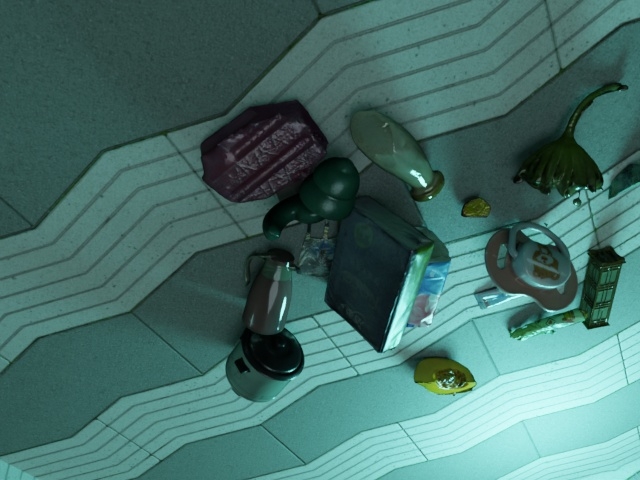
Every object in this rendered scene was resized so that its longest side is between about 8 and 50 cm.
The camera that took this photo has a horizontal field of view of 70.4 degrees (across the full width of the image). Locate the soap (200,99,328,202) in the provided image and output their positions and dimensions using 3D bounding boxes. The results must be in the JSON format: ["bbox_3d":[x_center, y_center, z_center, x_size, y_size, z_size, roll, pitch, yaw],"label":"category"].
[{"bbox_3d":[-0.158,-0.228,1.200,0.325,0.127,0.220,-33,121,16],"label":"soap"}]

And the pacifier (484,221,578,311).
[{"bbox_3d":[0.670,0.098,1.470,0.332,0.220,0.273,22,120,-5],"label":"pacifier"}]

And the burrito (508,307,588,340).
[{"bbox_3d":[0.871,0.331,1.738,0.288,0.054,0.104,-24,140,18],"label":"burrito"}]

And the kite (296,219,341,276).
[{"bbox_3d":[0.000,0.001,1.441,0.169,0.015,0.309,-4,126,-3],"label":"kite"}]

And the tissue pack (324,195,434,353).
[{"bbox_3d":[0.163,0.104,1.369,0.124,0.288,0.394,-17,133,-34],"label":"tissue pack"}]

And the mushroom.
[{"bbox_3d":[0.218,-0.231,1.251,0.128,0.128,0.350,-40,124,19],"label":"mushroom"}]

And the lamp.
[{"bbox_3d":[1.009,0.178,1.646,0.090,0.089,0.325,-11,124,2],"label":"lamp"}]

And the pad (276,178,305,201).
[{"bbox_3d":[-0.031,-0.138,1.350,0.188,0.006,0.113,-18,124,5],"label":"pad"}]

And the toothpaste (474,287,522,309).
[{"bbox_3d":[0.681,0.187,1.636,0.234,0.057,0.089,-23,122,17],"label":"toothpaste"}]

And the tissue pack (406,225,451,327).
[{"bbox_3d":[0.303,0.113,1.447,0.137,0.209,0.269,-4,124,-15],"label":"tissue pack"}]

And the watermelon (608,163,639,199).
[{"bbox_3d":[0.978,-0.190,1.405,0.180,0.081,0.094,-26,141,29],"label":"watermelon"}]

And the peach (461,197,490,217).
[{"bbox_3d":[0.481,-0.094,1.415,0.083,0.050,0.077,-43,96,10],"label":"peach"}]

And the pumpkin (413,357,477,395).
[{"bbox_3d":[0.478,0.559,1.845,0.279,0.111,0.163,3,139,-11],"label":"pumpkin"}]

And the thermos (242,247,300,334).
[{"bbox_3d":[-0.168,0.150,1.461,0.176,0.146,0.265,19,114,10],"label":"thermos"}]

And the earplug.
[{"bbox_3d":[-0.020,-0.121,1.240,0.257,0.164,0.280,4,137,-38],"label":"earplug"}]

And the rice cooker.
[{"bbox_3d":[-0.190,0.411,1.569,0.281,0.241,0.227,-5,140,-49],"label":"rice cooker"}]

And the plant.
[{"bbox_3d":[0.702,-0.279,1.314,0.251,0.180,0.333,7,91,-4],"label":"plant"}]
